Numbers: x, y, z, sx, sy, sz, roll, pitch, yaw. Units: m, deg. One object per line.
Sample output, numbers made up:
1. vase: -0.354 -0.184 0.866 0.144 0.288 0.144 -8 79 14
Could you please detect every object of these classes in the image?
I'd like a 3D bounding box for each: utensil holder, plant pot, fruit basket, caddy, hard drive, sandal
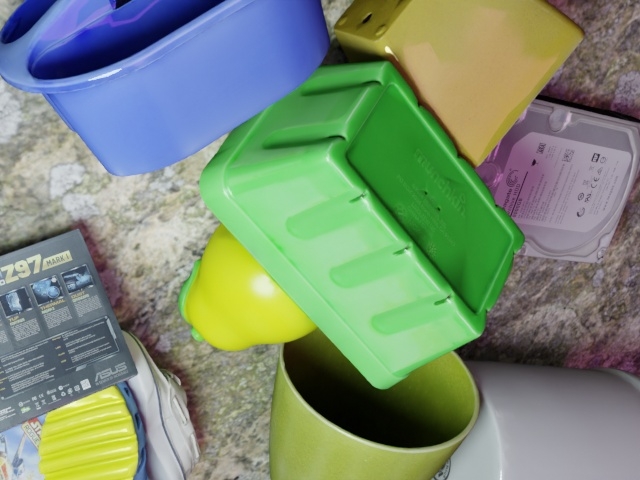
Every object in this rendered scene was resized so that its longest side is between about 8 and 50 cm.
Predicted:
1. utensil holder: 0.310 0.343 1.580 0.386 0.327 0.327 10 108 -34
2. plant pot: 0.040 0.288 1.444 0.275 0.274 0.293 -4 129 -31
3. plant pot: 0.144 -0.244 1.263 0.187 0.212 0.212 39 90 -27
4. fruit basket: 0.000 0.000 1.265 0.283 0.392 0.392 -58 137 -35
5. caddy: -0.157 -0.227 1.049 0.341 0.241 0.179 -35 134 -13
6. hard drive: 0.326 -0.091 1.533 0.339 0.064 0.236 7 109 -34
7. sandal: -0.261 0.299 1.286 0.126 0.138 0.317 -2 106 6

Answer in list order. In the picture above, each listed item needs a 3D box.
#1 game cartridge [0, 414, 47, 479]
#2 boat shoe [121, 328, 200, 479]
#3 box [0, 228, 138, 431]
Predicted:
1. game cartridge: -0.390 0.276 1.250 0.198 0.062 0.297 -38 132 -20
2. boat shoe: -0.213 0.209 1.333 0.088 0.096 0.267 -46 130 -41
3. box: -0.345 0.111 1.157 0.233 0.059 0.183 -22 87 -22
